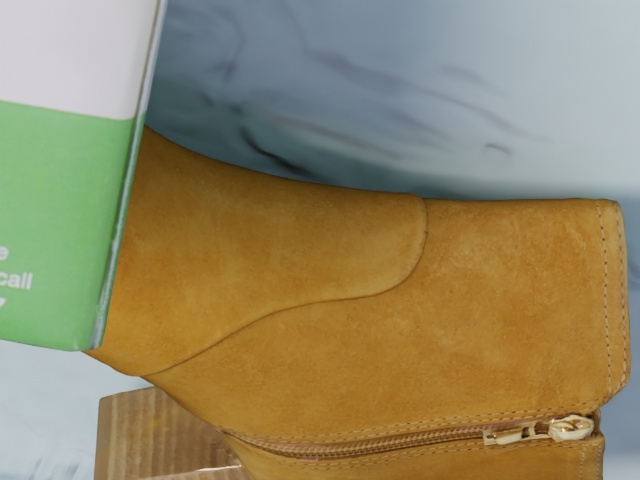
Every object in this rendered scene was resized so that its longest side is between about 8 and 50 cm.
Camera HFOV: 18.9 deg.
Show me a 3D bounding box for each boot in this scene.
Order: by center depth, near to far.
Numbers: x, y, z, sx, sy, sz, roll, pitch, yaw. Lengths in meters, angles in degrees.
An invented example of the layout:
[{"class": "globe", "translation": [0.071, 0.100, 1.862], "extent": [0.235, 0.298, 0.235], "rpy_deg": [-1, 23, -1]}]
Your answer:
[{"class": "boot", "translation": [0.000, 0.001, 0.678], "extent": [0.211, 0.104, 0.295], "rpy_deg": [-11, 135, 5]}]

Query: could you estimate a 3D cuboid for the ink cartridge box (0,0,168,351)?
[{"class": "ink cartridge box", "translation": [-0.128, -0.140, 0.463], "extent": [0.211, 0.121, 0.289], "rpy_deg": [11, 112, -8]}]
